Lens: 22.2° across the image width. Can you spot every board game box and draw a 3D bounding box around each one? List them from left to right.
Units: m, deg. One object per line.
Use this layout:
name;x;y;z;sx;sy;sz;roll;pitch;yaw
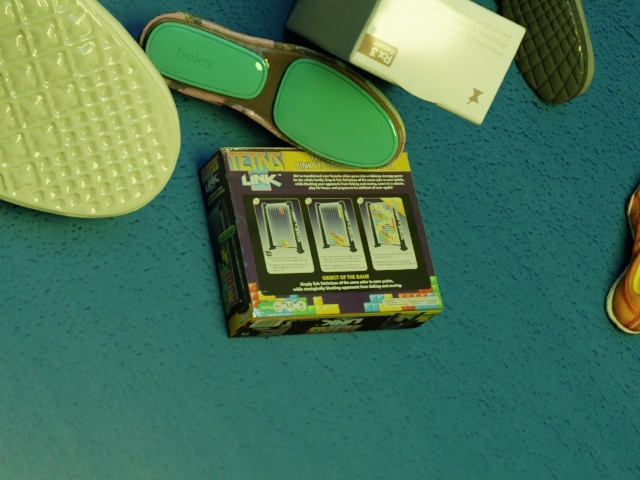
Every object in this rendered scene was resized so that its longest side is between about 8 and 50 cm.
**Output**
board game box;0.000;0.000;1.273;0.170;0.048;0.141;0;67;-29

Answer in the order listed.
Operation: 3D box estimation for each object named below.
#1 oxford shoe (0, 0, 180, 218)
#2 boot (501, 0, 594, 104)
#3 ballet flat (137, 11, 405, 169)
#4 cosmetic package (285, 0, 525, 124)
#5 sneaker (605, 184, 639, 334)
oxford shoe;-0.296;-0.164;1.130;0.449;0.130;0.169;28;98;-17
boot;0.239;-0.246;1.500;0.161;0.083;0.246;-6;72;-36
ballet flat;-0.035;-0.122;1.272;0.221;0.079;0.077;21;103;-1
cosmetic package;0.060;-0.165;1.271;0.117;0.231;0.085;24;95;-19
sneaker;0.302;0.004;1.430;0.064;0.067;0.175;27;56;-15
